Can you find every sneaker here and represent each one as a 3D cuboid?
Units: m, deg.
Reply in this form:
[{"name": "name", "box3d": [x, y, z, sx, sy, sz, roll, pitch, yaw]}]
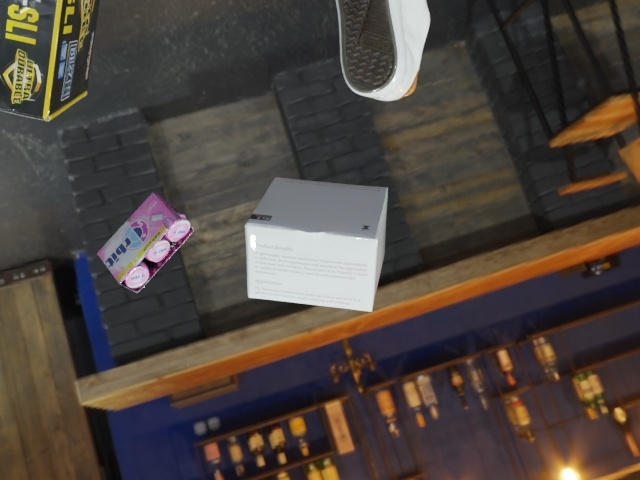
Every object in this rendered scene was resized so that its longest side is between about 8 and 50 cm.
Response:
[{"name": "sneaker", "box3d": [0.072, -0.309, 0.872, 0.106, 0.290, 0.123, 2, -177, 28]}]

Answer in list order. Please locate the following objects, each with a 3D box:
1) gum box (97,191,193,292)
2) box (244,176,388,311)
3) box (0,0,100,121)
[{"name": "gum box", "box3d": [-0.360, 0.000, 1.528, 0.188, 0.107, 0.062, -48, 146, 2]}, {"name": "box", "box3d": [0.000, 0.000, 1.061, 0.181, 0.119, 0.182, 6, -153, 8]}, {"name": "box", "box3d": [-0.346, -0.340, 0.971, 0.079, 0.322, 0.257, 11, -163, -8]}]
